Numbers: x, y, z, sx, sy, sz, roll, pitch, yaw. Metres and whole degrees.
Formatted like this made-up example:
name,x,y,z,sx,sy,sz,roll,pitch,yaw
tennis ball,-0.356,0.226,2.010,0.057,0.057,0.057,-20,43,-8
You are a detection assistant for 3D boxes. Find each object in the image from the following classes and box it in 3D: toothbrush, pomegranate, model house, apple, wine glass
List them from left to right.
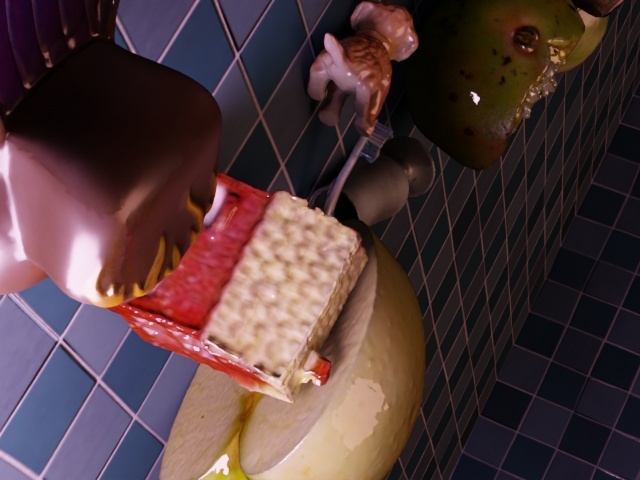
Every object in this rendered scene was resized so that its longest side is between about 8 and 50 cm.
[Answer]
name,x,y,z,sx,sy,sz,roll,pitch,yaw
model house,-0.077,0.047,1.232,0.196,0.254,0.160,-60,162,-17
apple,-0.029,0.148,1.358,0.312,0.320,0.360,80,28,-53
toothbrush,-0.004,-0.002,1.603,0.386,0.040,0.040,-61,163,22
wine glass,0.076,-0.075,1.706,0.231,0.103,0.103,-36,143,-52
pomegranate,0.240,-0.273,1.798,0.310,0.216,0.358,-59,-171,-12

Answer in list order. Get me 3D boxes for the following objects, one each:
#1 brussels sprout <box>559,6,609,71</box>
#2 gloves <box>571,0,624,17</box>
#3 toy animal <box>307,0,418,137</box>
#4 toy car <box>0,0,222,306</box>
name,x,y,z,sx,sy,sz,roll,pitch,yaw
brussels sprout,0.395,-0.424,1.967,0.259,0.227,0.294,-54,166,-40
gloves,0.349,-0.483,1.759,0.141,0.331,0.154,-48,-169,-5
toy animal,0.062,-0.260,1.485,0.185,0.104,0.184,-54,157,-23
toy car,-0.198,-0.109,0.782,0.271,0.240,0.341,-53,158,-39
